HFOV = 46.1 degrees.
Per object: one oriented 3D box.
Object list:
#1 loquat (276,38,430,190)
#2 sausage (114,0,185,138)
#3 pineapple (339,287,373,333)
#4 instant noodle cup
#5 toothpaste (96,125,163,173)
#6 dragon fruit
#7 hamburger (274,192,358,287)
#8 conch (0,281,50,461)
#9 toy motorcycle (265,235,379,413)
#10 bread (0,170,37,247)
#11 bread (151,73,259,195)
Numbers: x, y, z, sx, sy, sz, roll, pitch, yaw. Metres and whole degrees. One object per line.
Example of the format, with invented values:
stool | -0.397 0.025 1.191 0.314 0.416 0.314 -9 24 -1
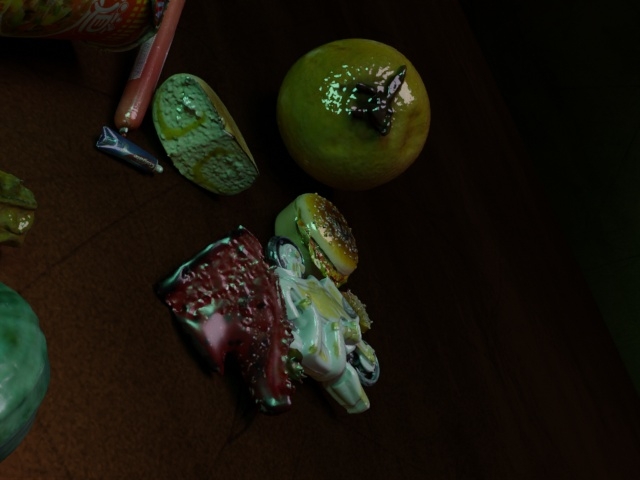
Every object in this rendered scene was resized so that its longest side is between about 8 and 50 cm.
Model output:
loquat | 0.049 -0.187 1.107 0.244 0.244 0.244 42 32 -34
sausage | -0.193 -0.217 0.865 0.034 0.034 0.253 38 49 -38
pineapple | 0.041 0.094 1.049 0.083 0.019 0.045 39 36 -32
instant noodle cup | -0.271 -0.258 0.684 0.193 0.193 0.212 60 33 -2
toothpaste | -0.202 -0.092 0.800 0.083 0.019 0.027 32 62 -44
dragon fruit | -0.073 0.085 0.767 0.122 0.092 0.192 -7 70 -62
hamburger | 0.000 0.000 0.997 0.126 0.081 0.141 54 26 -15
conch | -0.251 0.075 0.432 0.176 0.122 0.188 -26 85 -43
toy motorcycle | -0.007 0.105 0.891 0.228 0.074 0.151 57 29 -12
bread | -0.275 -0.032 0.567 0.110 0.060 0.066 13 82 -55
bread | -0.137 -0.133 0.880 0.157 0.083 0.094 51 24 -44
